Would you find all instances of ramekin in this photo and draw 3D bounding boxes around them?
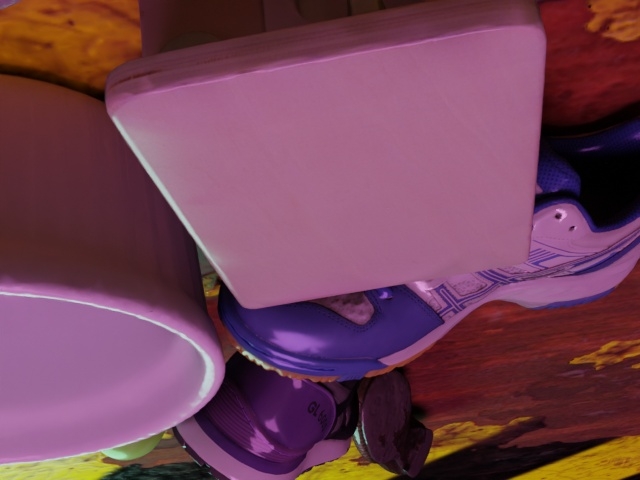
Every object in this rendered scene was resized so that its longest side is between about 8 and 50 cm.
[{"bbox_3d":[-0.197,0.025,0.628,0.277,0.135,0.277,-5,153,-3],"label":"ramekin"}]

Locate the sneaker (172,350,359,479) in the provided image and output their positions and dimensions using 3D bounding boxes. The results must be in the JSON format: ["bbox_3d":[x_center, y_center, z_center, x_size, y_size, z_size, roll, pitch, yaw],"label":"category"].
[{"bbox_3d":[0.000,0.089,0.796,0.124,0.107,0.283,-55,175,9],"label":"sneaker"}]

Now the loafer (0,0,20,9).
[{"bbox_3d":[-0.167,-0.118,0.397,0.319,0.112,0.111,-9,166,9],"label":"loafer"}]

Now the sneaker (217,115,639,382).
[{"bbox_3d":[0.081,-0.013,0.642,0.296,0.112,0.131,-16,152,-27],"label":"sneaker"}]

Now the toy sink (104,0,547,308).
[{"bbox_3d":[0.008,-0.075,0.488,0.153,0.131,0.234,-10,158,6],"label":"toy sink"}]

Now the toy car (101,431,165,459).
[{"bbox_3d":[-0.131,0.155,0.990,0.225,0.053,0.239,-24,149,29],"label":"toy car"}]

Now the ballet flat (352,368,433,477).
[{"bbox_3d":[0.058,0.175,1.073,0.058,0.084,0.250,22,166,23],"label":"ballet flat"}]
